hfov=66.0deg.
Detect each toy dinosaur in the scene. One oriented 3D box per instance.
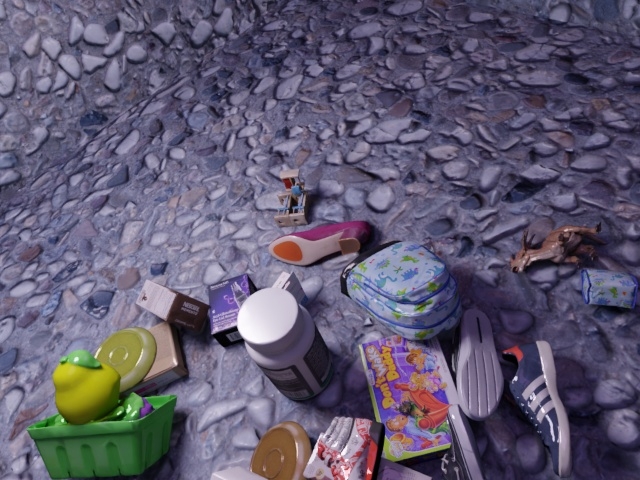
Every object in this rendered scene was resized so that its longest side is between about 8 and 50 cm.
[{"bbox_3d":[0.753,0.005,1.562,0.295,0.127,0.200,-18,12,-18],"label":"toy dinosaur"}]

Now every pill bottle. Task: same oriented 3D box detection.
[{"bbox_3d":[-0.096,0.302,1.422,0.204,0.361,0.204,-8,51,10],"label":"pill bottle"}]

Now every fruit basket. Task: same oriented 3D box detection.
[{"bbox_3d":[-0.642,0.485,1.439,0.391,0.283,0.392,0,89,11],"label":"fruit basket"}]

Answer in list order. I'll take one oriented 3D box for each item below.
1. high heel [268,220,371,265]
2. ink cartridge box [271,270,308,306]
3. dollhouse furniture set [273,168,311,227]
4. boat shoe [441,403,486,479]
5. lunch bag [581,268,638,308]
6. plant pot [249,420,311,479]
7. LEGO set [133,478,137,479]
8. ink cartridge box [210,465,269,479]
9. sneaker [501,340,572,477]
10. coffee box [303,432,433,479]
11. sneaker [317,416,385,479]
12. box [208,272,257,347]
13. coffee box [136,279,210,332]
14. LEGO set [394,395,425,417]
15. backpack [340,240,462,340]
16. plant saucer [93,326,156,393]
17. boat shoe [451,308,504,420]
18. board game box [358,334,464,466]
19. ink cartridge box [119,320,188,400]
[{"bbox_3d":[0.000,0.000,1.827,0.377,0.127,0.181,-1,24,21],"label":"high heel"},{"bbox_3d":[-0.114,0.180,1.641,0.061,0.181,0.104,20,60,29],"label":"ink cartridge box"},{"bbox_3d":[-0.126,-0.161,1.913,0.128,0.184,0.129,-5,52,13],"label":"dollhouse furniture set"},{"bbox_3d":[0.341,0.556,1.197,0.102,0.108,0.301,-17,85,17],"label":"boat shoe"},{"bbox_3d":[0.841,0.130,1.445,0.128,0.096,0.151,4,25,20],"label":"lunch bag"},{"bbox_3d":[-0.120,0.606,1.333,0.236,0.032,0.236,-31,41,32],"label":"plant pot"},{"bbox_3d":[-0.568,0.753,1.378,0.287,0.107,0.132,-29,50,-6],"label":"LEGO set"},{"bbox_3d":[-0.188,0.744,1.187,0.226,0.131,0.306,11,78,25],"label":"ink cartridge box"},{"bbox_3d":[0.553,0.433,1.283,0.148,0.131,0.350,-10,45,18],"label":"sneaker"},{"bbox_3d":[0.128,0.612,1.235,0.297,0.168,0.119,12,57,26],"label":"coffee box"},{"bbox_3d":[0.054,0.544,1.145,0.144,0.090,0.270,4,51,21],"label":"sneaker"},{"bbox_3d":[-0.294,0.239,1.699,0.153,0.108,0.207,-19,50,3],"label":"box"},{"bbox_3d":[-0.510,0.223,1.698,0.246,0.141,0.098,11,75,46],"label":"coffee box"},{"bbox_3d":[0.240,0.453,1.321,0.083,0.023,0.054,24,65,16],"label":"LEGO set"},{"bbox_3d":[0.257,0.143,1.482,0.290,0.273,0.355,-23,45,-15],"label":"backpack"},{"bbox_3d":[-0.662,0.387,1.629,0.240,0.037,0.241,-10,51,12],"label":"plant saucer"},{"bbox_3d":[0.430,0.355,1.375,0.121,0.119,0.335,16,47,2],"label":"boat shoe"},{"bbox_3d":[0.261,0.434,1.391,0.233,0.078,0.347,-16,50,4],"label":"board game box"},{"bbox_3d":[-0.585,0.408,1.668,0.234,0.088,0.193,-25,51,-2],"label":"ink cartridge box"}]
